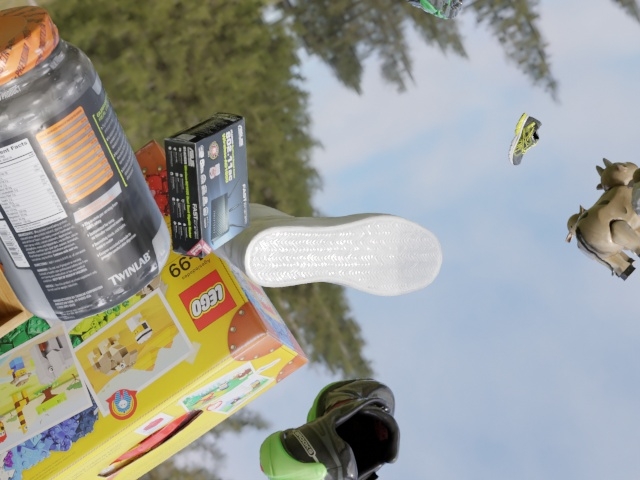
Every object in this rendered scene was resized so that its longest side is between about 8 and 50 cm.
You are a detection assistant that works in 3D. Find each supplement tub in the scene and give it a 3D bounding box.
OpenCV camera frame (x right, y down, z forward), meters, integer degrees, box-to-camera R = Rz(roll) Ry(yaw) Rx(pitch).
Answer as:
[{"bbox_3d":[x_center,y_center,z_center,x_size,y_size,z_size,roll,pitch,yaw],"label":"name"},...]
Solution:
[{"bbox_3d":[-0.327,-0.090,1.389,0.207,0.338,0.207,-15,-149,9],"label":"supplement tub"}]

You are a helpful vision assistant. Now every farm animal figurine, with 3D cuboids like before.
[{"bbox_3d":[0.554,-0.053,2.180,0.327,0.172,0.330,-39,165,-53],"label":"farm animal figurine"}]

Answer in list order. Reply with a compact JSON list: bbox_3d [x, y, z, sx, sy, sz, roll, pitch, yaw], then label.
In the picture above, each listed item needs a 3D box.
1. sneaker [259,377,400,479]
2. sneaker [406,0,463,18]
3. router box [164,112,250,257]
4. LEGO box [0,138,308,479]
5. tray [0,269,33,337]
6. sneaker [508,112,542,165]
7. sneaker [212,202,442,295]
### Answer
[{"bbox_3d":[0.061,0.359,2.080,0.202,0.185,0.483,-13,-174,20],"label":"sneaker"},{"bbox_3d":[0.081,-0.317,1.150,0.146,0.134,0.344,7,-149,-1],"label":"sneaker"},{"bbox_3d":[-0.110,-0.055,1.162,0.038,0.123,0.092,10,-154,25],"label":"router box"},{"bbox_3d":[-0.334,0.154,1.774,0.500,0.373,0.193,-35,155,5],"label":"LEGO box"},{"bbox_3d":[-0.549,-0.034,1.517,0.076,0.411,0.203,-17,-167,31],"label":"tray"},{"bbox_3d":[0.291,-0.139,1.668,0.035,0.083,0.031,22,-139,18],"label":"sneaker"},{"bbox_3d":[0.000,0.000,1.502,0.292,0.108,0.169,5,-170,-31],"label":"sneaker"}]
